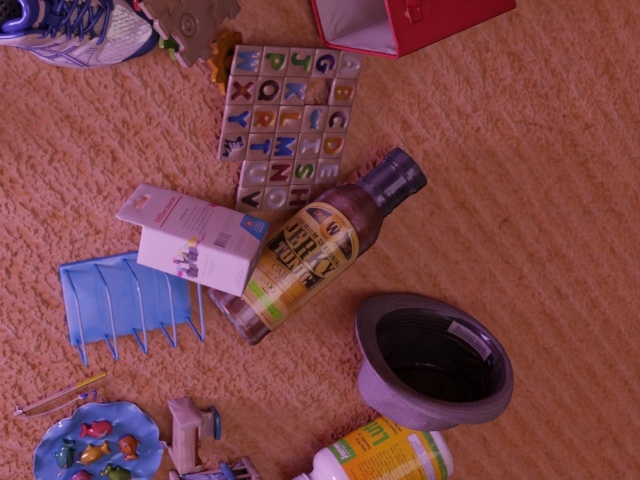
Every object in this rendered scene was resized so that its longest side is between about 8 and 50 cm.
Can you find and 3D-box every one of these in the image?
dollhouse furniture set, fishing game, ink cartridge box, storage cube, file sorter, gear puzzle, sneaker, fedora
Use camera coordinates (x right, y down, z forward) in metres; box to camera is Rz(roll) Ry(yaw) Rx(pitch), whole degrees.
[{"bbox_3d":[-0.146,0.335,1.407,0.129,0.129,0.183,-6,111,-22],"label":"dollhouse furniture set"},{"bbox_3d":[-0.313,0.317,1.379,0.189,0.041,0.264,-19,116,-14],"label":"fishing game"},{"bbox_3d":[-0.169,-0.004,1.258,0.181,0.104,0.061,19,123,2],"label":"ink cartridge box"},{"bbox_3d":[0.103,-0.357,1.218,0.193,0.215,0.183,-26,117,-21],"label":"storage cube"},{"bbox_3d":[-0.248,0.089,1.285,0.170,0.104,0.118,-11,114,-21],"label":"file sorter"},{"bbox_3d":[-0.172,-0.317,1.179,0.339,0.044,0.175,55,52,-42],"label":"gear puzzle"},{"bbox_3d":[-0.320,-0.253,1.111,0.296,0.131,0.111,2,106,-26],"label":"sneaker"},{"bbox_3d":[0.154,0.203,1.463,0.275,0.243,0.124,4,134,-30],"label":"fedora"}]

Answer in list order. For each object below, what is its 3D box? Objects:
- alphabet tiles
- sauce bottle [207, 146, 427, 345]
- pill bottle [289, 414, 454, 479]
[{"bbox_3d":[-0.046,-0.148,1.311,0.198,0.009,0.237,-5,119,-32],"label":"alphabet tiles"},{"bbox_3d":[0.000,0.000,1.360,0.344,0.111,0.111,-42,120,-6],"label":"sauce bottle"},{"bbox_3d":[0.074,0.367,1.512,0.246,0.136,0.136,-27,117,-13],"label":"pill bottle"}]
